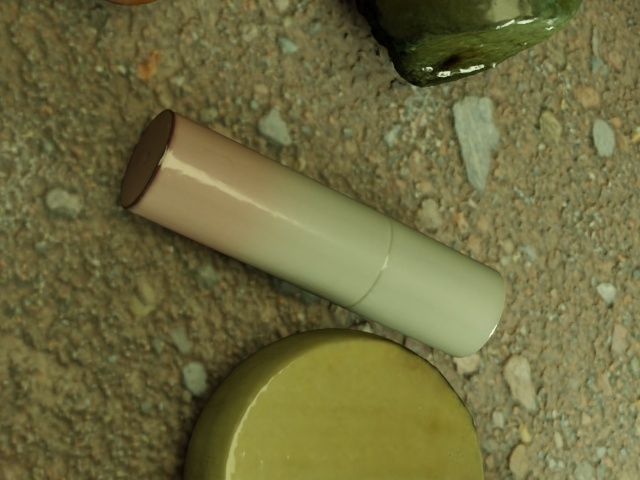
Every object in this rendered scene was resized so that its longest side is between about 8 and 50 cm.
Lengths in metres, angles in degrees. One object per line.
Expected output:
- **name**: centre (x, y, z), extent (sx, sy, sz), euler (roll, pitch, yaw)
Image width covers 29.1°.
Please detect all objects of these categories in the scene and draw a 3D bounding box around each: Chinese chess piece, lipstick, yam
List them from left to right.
- **lipstick**: centre (0.000, 0.000, 1.017), extent (0.327, 0.087, 0.087), euler (26, 73, -23)
- **Chinese chess piece**: centre (0.011, 0.196, 0.996), extent (0.251, 0.097, 0.250), euler (4, 81, -28)
- **yam**: centre (0.114, -0.291, 1.056), extent (0.195, 0.195, 0.300), euler (-8, 88, -29)

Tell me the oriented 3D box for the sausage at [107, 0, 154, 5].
- **sausage**: centre (-0.216, -0.267, 0.922), extent (0.259, 0.113, 0.113), euler (26, 73, -22)
